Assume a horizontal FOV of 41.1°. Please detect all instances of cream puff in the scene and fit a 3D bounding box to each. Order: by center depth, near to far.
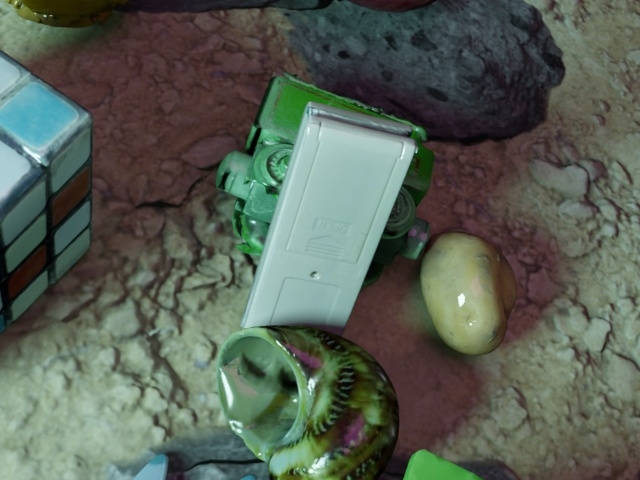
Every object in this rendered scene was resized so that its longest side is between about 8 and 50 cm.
[{"bbox_3d":[-0.296,-0.330,1.002,0.189,0.129,0.189,3,68,-7],"label":"cream puff"}]

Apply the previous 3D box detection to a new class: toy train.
[{"bbox_3d":[0.011,-0.066,0.966,0.243,0.132,0.188,21,52,-5],"label":"toy train"}]

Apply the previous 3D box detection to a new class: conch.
[{"bbox_3d":[-0.008,0.176,0.843,0.124,0.187,0.182,11,81,-55],"label":"conch"}]

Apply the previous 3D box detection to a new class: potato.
[{"bbox_3d":[0.167,0.057,0.963,0.112,0.112,0.147,0,68,-17],"label":"potato"}]

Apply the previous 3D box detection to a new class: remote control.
[{"bbox_3d":[0.000,0.000,0.846,0.102,0.277,0.055,12,36,-11],"label":"remote control"}]

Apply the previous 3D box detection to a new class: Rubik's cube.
[{"bbox_3d":[-0.378,-0.037,0.755,0.259,0.256,0.253,37,60,3],"label":"Rubik's cube"}]

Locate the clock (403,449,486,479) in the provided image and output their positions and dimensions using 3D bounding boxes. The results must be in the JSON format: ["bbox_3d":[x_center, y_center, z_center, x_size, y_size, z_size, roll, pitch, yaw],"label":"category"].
[{"bbox_3d":[0.046,0.322,0.704,0.106,0.255,0.220,28,57,-3],"label":"clock"}]

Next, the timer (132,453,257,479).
[{"bbox_3d":[-0.166,0.314,0.726,0.175,0.175,0.255,48,32,10],"label":"timer"}]

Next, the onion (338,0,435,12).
[{"bbox_3d":[0.073,-0.477,1.102,0.347,0.285,0.348,14,57,-22],"label":"onion"}]
